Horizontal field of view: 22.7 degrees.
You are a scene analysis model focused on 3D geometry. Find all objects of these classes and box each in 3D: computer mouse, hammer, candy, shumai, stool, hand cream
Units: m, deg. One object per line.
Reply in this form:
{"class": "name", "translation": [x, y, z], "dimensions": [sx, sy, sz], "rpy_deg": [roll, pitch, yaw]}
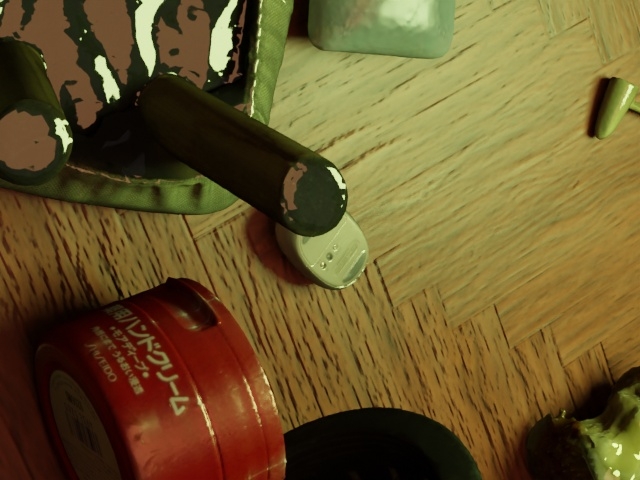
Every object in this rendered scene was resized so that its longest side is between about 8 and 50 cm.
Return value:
{"class": "computer mouse", "translation": [-0.002, -0.001, 1.346], "dimensions": [0.066, 0.039, 0.096], "rpy_deg": [-53, 128, -12]}
{"class": "hammer", "translation": [0.343, -0.102, 1.545], "dimensions": [0.195, 0.028, 0.060], "rpy_deg": [17, 95, -33]}
{"class": "candy", "translation": [0.054, -0.240, 1.317], "dimensions": [0.138, 0.071, 0.174], "rpy_deg": [0, 97, -31]}
{"class": "shumai", "translation": [0.296, 0.210, 1.495], "dimensions": [0.153, 0.161, 0.209], "rpy_deg": [9, 112, -35]}
{"class": "stool", "translation": [-0.117, -0.165, 1.139], "dimensions": [0.310, 0.226, 0.310], "rpy_deg": [9, 96, -32]}
{"class": "hand cream", "translation": [-0.125, 0.134, 1.207], "dimensions": [0.125, 0.193, 0.193], "rpy_deg": [-23, 110, -27]}

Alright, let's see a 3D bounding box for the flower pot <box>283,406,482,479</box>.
{"class": "flower pot", "translation": [0.065, 0.347, 1.315], "dimensions": [0.293, 0.293, 0.330], "rpy_deg": [-46, 126, -16]}
